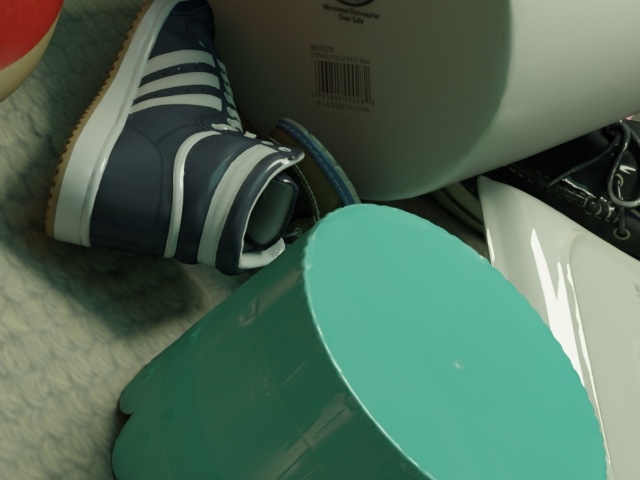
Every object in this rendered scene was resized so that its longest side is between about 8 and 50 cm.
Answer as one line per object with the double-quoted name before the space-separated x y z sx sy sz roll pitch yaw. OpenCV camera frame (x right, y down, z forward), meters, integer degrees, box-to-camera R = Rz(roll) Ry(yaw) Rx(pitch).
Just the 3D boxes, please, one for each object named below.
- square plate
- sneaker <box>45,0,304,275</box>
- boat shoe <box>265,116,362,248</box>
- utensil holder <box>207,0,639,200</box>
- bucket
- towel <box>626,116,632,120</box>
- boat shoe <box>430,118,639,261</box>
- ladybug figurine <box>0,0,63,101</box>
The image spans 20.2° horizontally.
"square plate" 0.264 0.141 1.428 0.347 0.049 0.344 26 47 -43
"sneaker" -0.077 -0.076 1.256 0.153 0.099 0.282 14 38 4
"boat shoe" 0.000 0.000 1.291 0.183 0.066 0.066 62 -14 -21
"utensil holder" 0.143 -0.226 1.401 0.385 0.327 0.327 -22 70 -44
"bucket" 0.030 0.126 1.107 0.281 0.183 0.281 31 34 -24
"towel" 0.255 -0.152 1.815 0.144 0.029 0.197 40 60 -9
"boat shoe" 0.252 -0.056 1.655 0.500 0.156 0.187 33 33 -20
"ladybug figurine" -0.286 -0.264 1.213 0.305 0.162 0.449 24 36 -34
